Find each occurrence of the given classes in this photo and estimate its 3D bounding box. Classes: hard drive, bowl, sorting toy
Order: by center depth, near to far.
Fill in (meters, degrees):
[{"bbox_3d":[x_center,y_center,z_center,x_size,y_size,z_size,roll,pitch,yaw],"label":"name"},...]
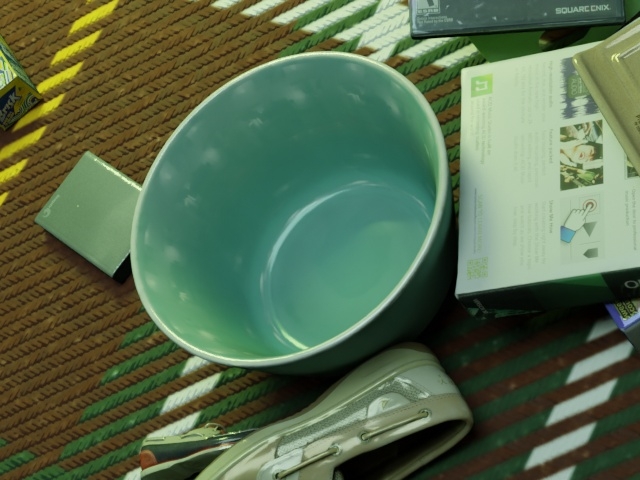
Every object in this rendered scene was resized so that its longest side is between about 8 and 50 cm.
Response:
[{"bbox_3d":[0.335,-0.129,1.521,0.208,0.038,0.193,-28,54,5],"label":"sorting toy"},{"bbox_3d":[0.000,0.000,1.695,0.311,0.163,0.312,-12,60,22],"label":"bowl"},{"bbox_3d":[-0.223,-0.025,1.918,0.135,0.022,0.094,32,83,37],"label":"hard drive"}]

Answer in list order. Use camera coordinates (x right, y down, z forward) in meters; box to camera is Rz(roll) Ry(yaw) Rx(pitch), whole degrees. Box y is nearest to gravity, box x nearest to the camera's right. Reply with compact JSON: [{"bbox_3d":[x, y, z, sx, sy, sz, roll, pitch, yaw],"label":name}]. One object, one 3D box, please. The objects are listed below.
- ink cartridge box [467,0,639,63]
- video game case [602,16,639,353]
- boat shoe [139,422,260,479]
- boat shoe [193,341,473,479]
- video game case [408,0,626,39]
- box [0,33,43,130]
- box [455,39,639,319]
[{"bbox_3d":[0.178,-0.268,1.742,0.171,0.056,0.235,-41,82,3],"label":"ink cartridge box"},{"bbox_3d":[0.312,-0.073,1.628,0.244,0.061,0.269,-32,54,8],"label":"video game case"},{"bbox_3d":[-0.109,0.191,1.726,0.137,0.049,0.043,-18,55,25],"label":"boat shoe"},{"bbox_3d":[-0.005,0.212,1.623,0.302,0.109,0.098,-35,52,1],"label":"boat shoe"},{"bbox_3d":[0.172,-0.327,1.706,0.196,0.026,0.274,-3,87,6],"label":"video game case"},{"bbox_3d":[-0.376,-0.202,2.076,0.059,0.054,0.169,-40,52,4],"label":"box"},{"bbox_3d":[0.273,-0.066,1.573,0.322,0.058,0.232,-10,60,25],"label":"box"}]
